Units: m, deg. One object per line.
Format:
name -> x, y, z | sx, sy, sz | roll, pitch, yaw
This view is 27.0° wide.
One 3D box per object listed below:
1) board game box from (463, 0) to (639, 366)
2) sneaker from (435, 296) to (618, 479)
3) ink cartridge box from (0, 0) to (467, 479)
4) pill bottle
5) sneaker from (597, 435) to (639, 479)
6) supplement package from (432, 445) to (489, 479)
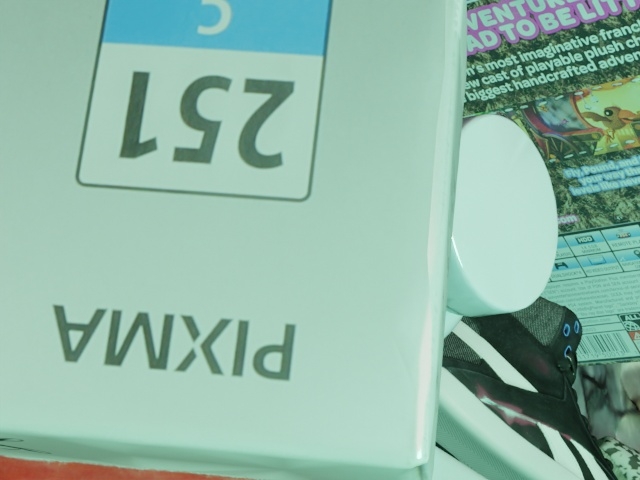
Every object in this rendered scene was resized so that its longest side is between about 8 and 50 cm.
board game box -> 0.186, -0.084, 0.737 | 0.291, 0.232, 0.141 | 55, 46, -26
sneaker -> 0.130, 0.102, 0.706 | 0.217, 0.079, 0.121 | 44, 51, -2
ink cartridge box -> -0.118, 0.043, 0.345 | 0.066, 0.296, 0.261 | 74, 21, -72
pill bottle -> 0.000, 0.000, 0.548 | 0.103, 0.184, 0.103 | 11, 75, -47
sneaker -> 0.139, 0.283, 0.727 | 0.182, 0.158, 0.410 | 33, 56, -3
supplement package -> -0.004, 0.199, 0.497 | 0.263, 0.198, 0.199 | 36, 59, -39
